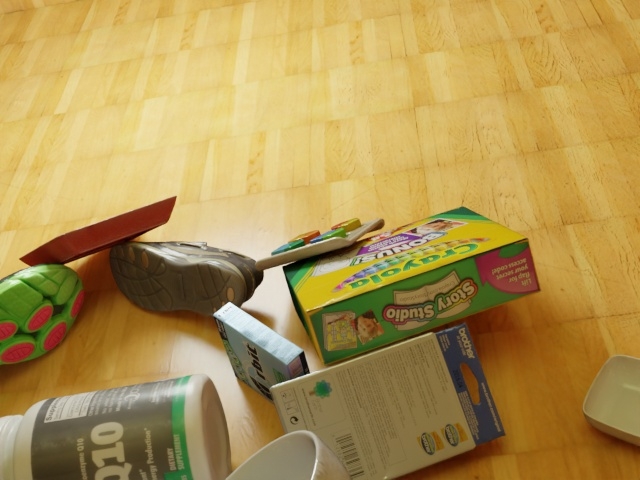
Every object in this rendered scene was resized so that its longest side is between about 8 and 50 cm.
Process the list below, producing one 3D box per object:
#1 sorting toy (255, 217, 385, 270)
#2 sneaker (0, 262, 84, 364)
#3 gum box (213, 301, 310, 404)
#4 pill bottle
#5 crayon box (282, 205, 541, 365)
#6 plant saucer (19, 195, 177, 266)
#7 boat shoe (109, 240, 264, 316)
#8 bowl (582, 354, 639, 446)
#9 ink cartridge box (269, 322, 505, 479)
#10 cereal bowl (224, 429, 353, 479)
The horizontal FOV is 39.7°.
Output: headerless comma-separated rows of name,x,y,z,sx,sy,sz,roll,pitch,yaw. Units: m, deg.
sorting toy,0.000,0.000,1.642,0.193,0.038,0.208,-17,3,27
sneaker,-0.668,0.169,1.638,0.482,0.185,0.202,-30,40,-25
gum box,-0.087,0.203,1.446,0.041,0.157,0.184,-38,45,-26
pill bottle,-0.328,0.328,1.330,0.360,0.204,0.204,-11,39,4
crayon box,0.136,0.062,1.493,0.362,0.106,0.313,-19,12,-6
plant saucer,-0.438,-0.006,1.765,0.258,0.048,0.259,-23,4,-37
boat shoe,-0.258,0.067,1.707,0.355,0.132,0.130,12,20,34
bowl,0.474,0.247,1.314,0.142,0.053,0.142,17,48,33
ink cartridge box,0.100,0.257,1.326,0.311,0.065,0.186,-19,81,-4
cereal bowl,-0.071,0.404,1.070,0.339,0.141,0.339,-45,11,11
